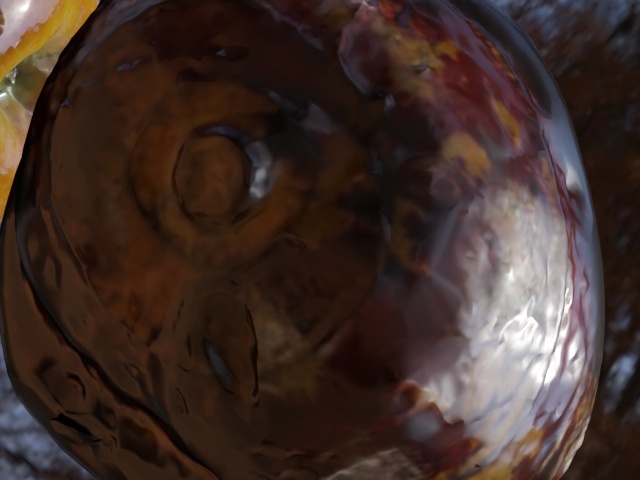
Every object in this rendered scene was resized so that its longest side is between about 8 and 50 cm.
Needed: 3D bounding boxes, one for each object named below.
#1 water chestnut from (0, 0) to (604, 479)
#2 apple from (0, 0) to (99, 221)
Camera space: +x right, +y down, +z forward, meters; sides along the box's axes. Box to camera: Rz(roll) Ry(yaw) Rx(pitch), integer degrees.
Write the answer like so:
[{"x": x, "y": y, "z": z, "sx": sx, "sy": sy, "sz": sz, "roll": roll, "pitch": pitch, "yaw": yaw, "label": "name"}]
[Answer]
[{"x": 0.000, "y": 0.000, "z": 0.779, "sx": 0.289, "sy": 0.244, "sz": 0.289, "roll": 33, "pitch": -38, "yaw": 31, "label": "water chestnut"}, {"x": -0.232, "y": -0.114, "z": 0.989, "sx": 0.253, "sy": 0.253, "sz": 0.254, "roll": 19, "pitch": -49, "yaw": 23, "label": "apple"}]
